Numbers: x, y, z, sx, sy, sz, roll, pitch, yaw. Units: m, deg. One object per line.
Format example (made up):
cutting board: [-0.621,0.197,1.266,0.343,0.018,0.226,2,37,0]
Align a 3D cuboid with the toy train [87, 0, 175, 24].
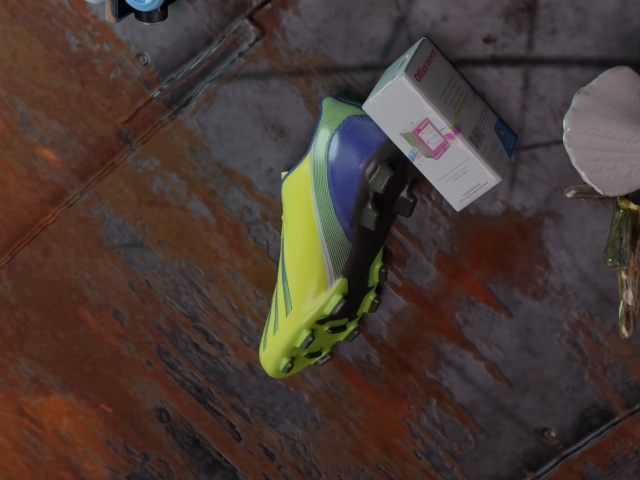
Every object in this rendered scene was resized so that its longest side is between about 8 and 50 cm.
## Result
toy train: [-0.164,-0.271,1.271,0.105,0.080,0.184,13,121,19]

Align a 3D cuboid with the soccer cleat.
soccer cleat: [0.001,-0.001,1.369,0.121,0.093,0.289,43,129,27]

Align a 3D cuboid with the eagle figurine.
eagle figurine: [0.353,-0.063,1.162,0.298,0.225,0.226,-7,117,40]

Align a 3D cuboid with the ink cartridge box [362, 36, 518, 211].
ink cartridge box: [0.101,-0.099,1.276,0.052,0.088,0.122,-36,102,30]
